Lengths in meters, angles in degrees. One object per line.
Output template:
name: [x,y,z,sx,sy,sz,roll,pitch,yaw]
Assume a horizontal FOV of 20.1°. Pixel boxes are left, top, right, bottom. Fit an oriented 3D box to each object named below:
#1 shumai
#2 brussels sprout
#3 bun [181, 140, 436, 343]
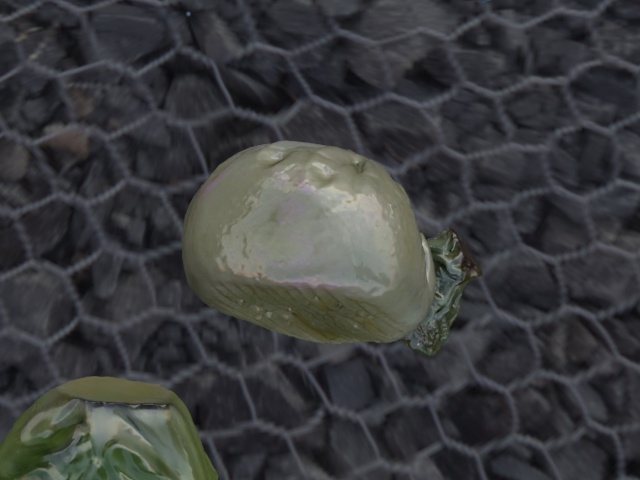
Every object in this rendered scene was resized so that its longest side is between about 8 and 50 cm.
shumai: [0.076,0.022,1.431,0.087,0.099,0.124,-41,91,12]
brussels sprout: [-0.191,0.242,1.540,0.244,0.244,0.244,-1,97,-4]
bun: [0.000,0.000,1.300,0.178,0.193,0.127,0,70,31]
